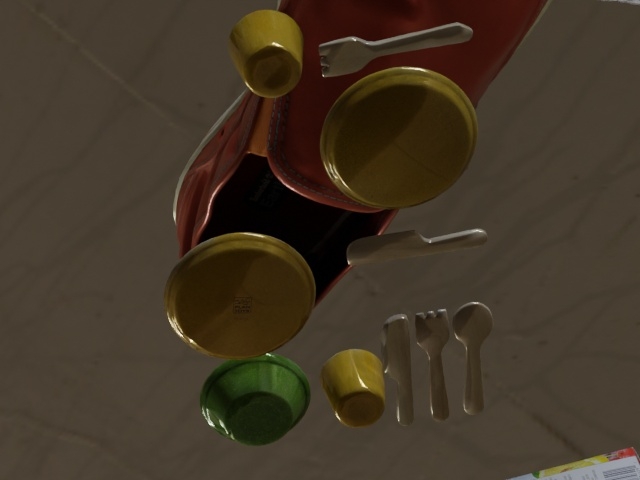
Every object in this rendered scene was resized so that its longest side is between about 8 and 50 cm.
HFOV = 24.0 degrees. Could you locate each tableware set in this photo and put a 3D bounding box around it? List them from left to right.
[{"bbox_3d":[0.000,0.000,0.476,0.104,0.024,0.154,-9,-57,-4],"label":"tableware set"}]

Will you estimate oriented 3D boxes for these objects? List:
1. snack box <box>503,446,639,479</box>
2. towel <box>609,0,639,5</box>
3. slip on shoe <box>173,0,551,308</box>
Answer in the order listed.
[{"bbox_3d":[0.112,0.234,0.914,0.207,0.070,0.174,-15,-63,1],"label":"snack box"},{"bbox_3d":[0.149,-0.242,0.866,0.235,0.284,0.121,20,-106,35],"label":"towel"},{"bbox_3d":[0.018,-0.064,0.699,0.331,0.123,0.101,-52,-154,44],"label":"slip on shoe"}]
